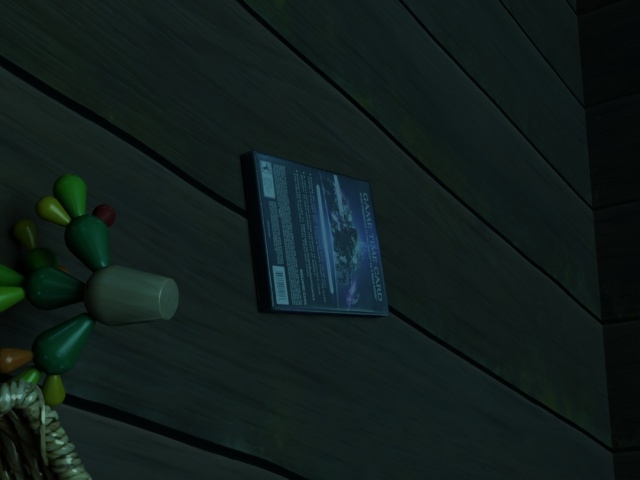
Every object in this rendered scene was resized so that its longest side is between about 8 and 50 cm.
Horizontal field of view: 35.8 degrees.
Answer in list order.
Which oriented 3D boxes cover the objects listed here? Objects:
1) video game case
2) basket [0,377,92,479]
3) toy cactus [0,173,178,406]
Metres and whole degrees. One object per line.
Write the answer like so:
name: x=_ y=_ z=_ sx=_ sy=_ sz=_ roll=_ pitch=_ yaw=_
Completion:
video game case: x=0.000 y=0.000 z=1.289 sx=0.274 sy=0.026 sz=0.196 roll=10 pitch=70 yaw=-56
basket: x=-0.255 y=0.263 z=0.605 sx=0.213 sy=0.223 sz=0.299 roll=-33 pitch=106 yaw=-57
toy cactus: x=-0.204 y=0.051 z=0.824 sx=0.112 sy=0.180 sz=0.219 roll=67 pitch=32 yaw=-51
